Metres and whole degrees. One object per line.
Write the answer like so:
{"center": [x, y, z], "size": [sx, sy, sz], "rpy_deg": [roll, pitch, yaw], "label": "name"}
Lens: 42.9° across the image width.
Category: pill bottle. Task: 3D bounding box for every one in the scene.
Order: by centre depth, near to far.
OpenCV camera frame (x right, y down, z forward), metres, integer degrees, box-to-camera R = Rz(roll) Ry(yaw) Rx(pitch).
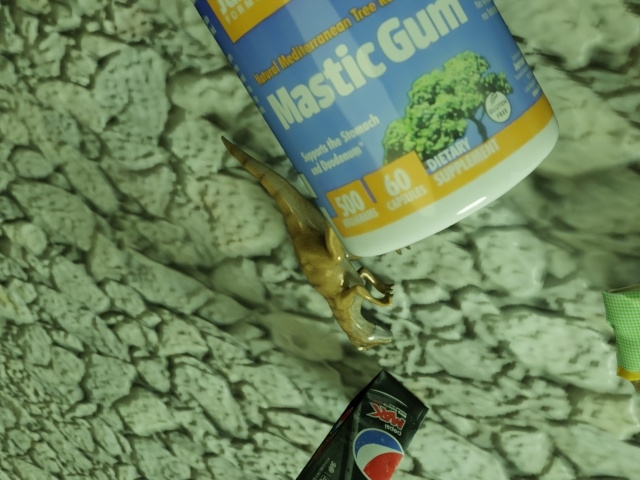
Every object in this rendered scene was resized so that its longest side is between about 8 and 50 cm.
{"center": [0.012, -0.140, 0.482], "size": [0.152, 0.152, 0.272], "rpy_deg": [-26, 101, 37], "label": "pill bottle"}

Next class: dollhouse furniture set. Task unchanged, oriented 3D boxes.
{"center": [0.252, 0.057, 0.481], "size": [0.151, 0.059, 0.076], "rpy_deg": [-16, 112, 15], "label": "dollhouse furniture set"}

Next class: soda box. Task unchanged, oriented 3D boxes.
{"center": [0.023, 0.175, 0.632], "size": [0.053, 0.169, 0.060], "rpy_deg": [41, 128, 3], "label": "soda box"}

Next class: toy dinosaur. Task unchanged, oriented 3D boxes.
{"center": [0.000, 0.000, 0.620], "size": [0.112, 0.064, 0.212], "rpy_deg": [-23, 102, 37], "label": "toy dinosaur"}
